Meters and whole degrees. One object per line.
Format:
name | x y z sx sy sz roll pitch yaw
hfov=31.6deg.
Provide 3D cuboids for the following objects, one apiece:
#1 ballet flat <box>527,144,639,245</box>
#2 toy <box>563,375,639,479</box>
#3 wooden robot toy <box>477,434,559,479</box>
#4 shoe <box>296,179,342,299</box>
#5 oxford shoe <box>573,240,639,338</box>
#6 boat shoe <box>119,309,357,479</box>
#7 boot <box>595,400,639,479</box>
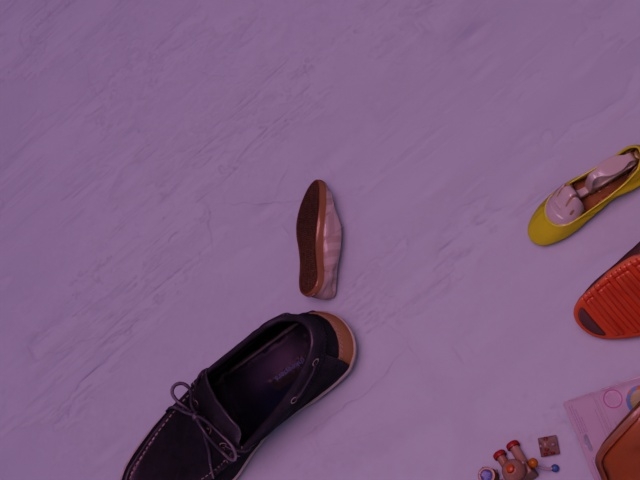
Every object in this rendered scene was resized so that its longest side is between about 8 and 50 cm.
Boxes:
ballet flat | 0.418 -0.078 1.782 0.231 0.077 0.077 -34 63 11
toy | 0.492 0.256 1.643 0.237 0.056 0.137 -23 86 21
wooden robot toy | 0.283 0.346 1.706 0.173 0.079 0.076 -38 62 8
shoe | 0.000 0.000 1.966 0.076 0.058 0.219 -26 56 50
oxford shoe | 0.539 0.024 1.689 0.363 0.133 0.130 -34 106 24
boat shoe | -0.160 0.288 1.886 0.500 0.156 0.187 -40 64 10
boot | 0.476 0.362 1.550 0.220 0.109 0.283 32 115 27
